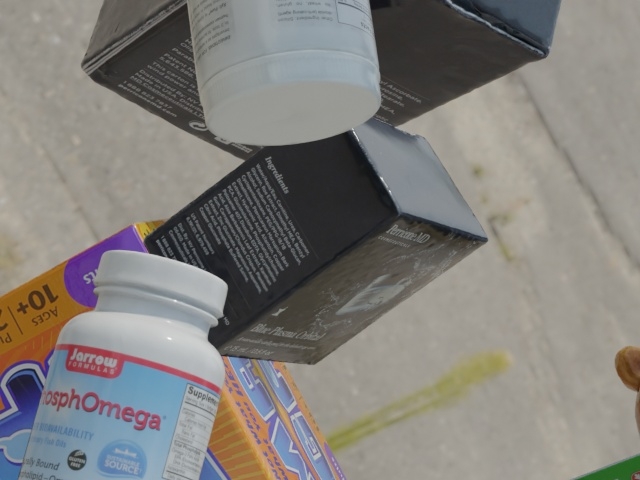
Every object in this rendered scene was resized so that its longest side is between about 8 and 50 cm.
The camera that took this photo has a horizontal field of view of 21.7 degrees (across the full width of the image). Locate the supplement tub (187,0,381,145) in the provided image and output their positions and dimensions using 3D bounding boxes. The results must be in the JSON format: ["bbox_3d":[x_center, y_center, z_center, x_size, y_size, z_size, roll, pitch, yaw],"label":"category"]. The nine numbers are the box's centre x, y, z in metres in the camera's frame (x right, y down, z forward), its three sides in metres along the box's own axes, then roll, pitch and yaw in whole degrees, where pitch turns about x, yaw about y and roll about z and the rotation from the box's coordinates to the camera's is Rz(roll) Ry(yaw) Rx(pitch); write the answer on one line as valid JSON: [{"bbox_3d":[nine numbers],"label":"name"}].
[{"bbox_3d":[-0.017,-0.097,0.643,0.071,0.071,0.107,20,59,-58],"label":"supplement tub"}]

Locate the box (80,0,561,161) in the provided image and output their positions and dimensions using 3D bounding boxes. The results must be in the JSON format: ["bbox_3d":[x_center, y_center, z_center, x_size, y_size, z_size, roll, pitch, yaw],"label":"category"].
[{"bbox_3d":[0.031,-0.381,1.771,0.297,0.472,0.480,26,64,-24],"label":"box"}]

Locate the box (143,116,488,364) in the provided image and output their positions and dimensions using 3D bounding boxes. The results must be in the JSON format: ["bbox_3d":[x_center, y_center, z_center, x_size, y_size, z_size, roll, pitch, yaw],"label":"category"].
[{"bbox_3d":[0.000,0.000,1.077,0.093,0.158,0.156,59,19,19],"label":"box"}]

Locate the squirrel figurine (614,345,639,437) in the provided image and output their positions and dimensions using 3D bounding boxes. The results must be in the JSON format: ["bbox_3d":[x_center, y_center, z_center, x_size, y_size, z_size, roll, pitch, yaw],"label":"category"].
[{"bbox_3d":[0.445,0.074,1.439,0.281,0.370,0.397,-130,-147,-64],"label":"squirrel figurine"}]

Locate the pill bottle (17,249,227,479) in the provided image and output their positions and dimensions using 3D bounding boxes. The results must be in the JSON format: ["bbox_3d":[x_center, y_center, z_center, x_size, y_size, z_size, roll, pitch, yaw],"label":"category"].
[{"bbox_3d":[-0.097,0.090,0.827,0.087,0.087,0.160,31,69,-52],"label":"pill bottle"}]

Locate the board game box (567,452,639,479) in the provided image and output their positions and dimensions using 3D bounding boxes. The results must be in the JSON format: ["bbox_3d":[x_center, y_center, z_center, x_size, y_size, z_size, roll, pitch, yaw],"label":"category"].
[{"bbox_3d":[0.304,0.175,1.146,0.316,0.242,0.064,28,41,-63],"label":"board game box"}]

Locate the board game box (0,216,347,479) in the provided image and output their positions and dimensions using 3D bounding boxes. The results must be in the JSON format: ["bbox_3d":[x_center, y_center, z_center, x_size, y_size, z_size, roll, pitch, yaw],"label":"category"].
[{"bbox_3d":[-0.211,0.214,1.612,0.356,0.356,0.356,62,6,1],"label":"board game box"}]
